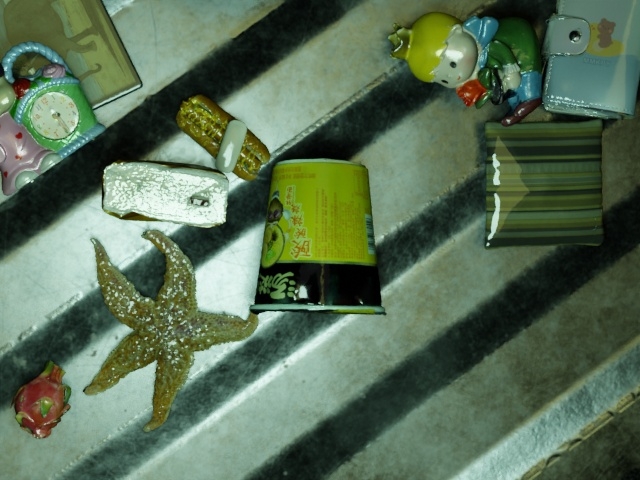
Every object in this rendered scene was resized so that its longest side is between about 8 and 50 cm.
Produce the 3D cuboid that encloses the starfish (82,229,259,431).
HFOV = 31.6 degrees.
[{"bbox_3d":[-0.262,0.146,1.780,0.299,0.060,0.302,24,91,-11],"label":"starfish"}]

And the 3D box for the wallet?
[{"bbox_3d":[0.445,-0.316,1.839,0.170,0.069,0.231,11,89,9],"label":"wallet"}]

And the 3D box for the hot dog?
[{"bbox_3d":[-0.154,-0.164,1.778,0.165,0.045,0.071,40,91,-10],"label":"hot dog"}]

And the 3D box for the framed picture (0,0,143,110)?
[{"bbox_3d":[-0.484,-0.281,1.741,0.347,0.016,0.265,-25,98,-5],"label":"framed picture"}]

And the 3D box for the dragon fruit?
[{"bbox_3d":[-0.428,0.245,1.751,0.081,0.086,0.116,35,76,-39],"label":"dragon fruit"}]

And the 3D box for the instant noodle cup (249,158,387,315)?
[{"bbox_3d":[0.000,0.000,1.744,0.215,0.215,0.236,3,86,-8],"label":"instant noodle cup"}]

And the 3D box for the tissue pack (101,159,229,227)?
[{"bbox_3d":[-0.229,-0.074,1.683,0.183,0.226,0.092,3,95,-8],"label":"tissue pack"}]

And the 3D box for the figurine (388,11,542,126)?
[{"bbox_3d":[0.227,-0.270,1.785,0.234,0.127,0.185,-3,87,-21],"label":"figurine"}]

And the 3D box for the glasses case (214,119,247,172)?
[{"bbox_3d":[-0.138,-0.145,1.747,0.032,0.021,0.083,18,93,-9],"label":"glasses case"}]

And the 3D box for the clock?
[{"bbox_3d":[-0.449,-0.195,1.697,0.194,0.100,0.195,-37,101,-7],"label":"clock"}]

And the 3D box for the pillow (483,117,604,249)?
[{"bbox_3d":[0.365,-0.093,1.851,0.208,0.052,0.212,-2,94,-11],"label":"pillow"}]
